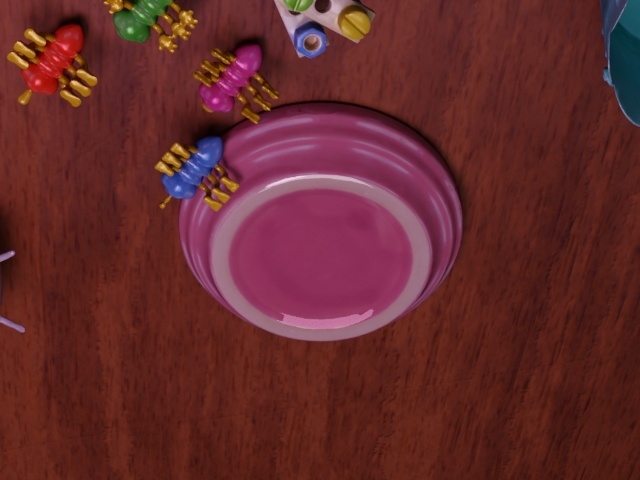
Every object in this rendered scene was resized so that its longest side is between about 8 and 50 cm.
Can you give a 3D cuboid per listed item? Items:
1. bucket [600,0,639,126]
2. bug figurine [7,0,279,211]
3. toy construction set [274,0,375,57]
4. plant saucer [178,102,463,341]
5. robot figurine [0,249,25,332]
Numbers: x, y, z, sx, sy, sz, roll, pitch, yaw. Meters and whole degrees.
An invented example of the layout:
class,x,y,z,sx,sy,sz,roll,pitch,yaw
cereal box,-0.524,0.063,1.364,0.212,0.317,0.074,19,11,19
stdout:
class,x,y,z,sx,sy,sz,roll,pitch,yaw
bucket,0.398,-0.232,1.241,0.281,0.183,0.281,0,129,0
bug figurine,-0.175,-0.164,1.367,0.279,0.072,0.216,39,113,-22
toy construction set,-0.048,-0.323,1.180,0.215,0.151,0.328,-46,131,14
plant saucer,0.000,0.000,1.493,0.332,0.084,0.332,0,129,0
robot figurine,-0.514,0.050,1.456,0.354,0.199,0.300,3,144,-2
